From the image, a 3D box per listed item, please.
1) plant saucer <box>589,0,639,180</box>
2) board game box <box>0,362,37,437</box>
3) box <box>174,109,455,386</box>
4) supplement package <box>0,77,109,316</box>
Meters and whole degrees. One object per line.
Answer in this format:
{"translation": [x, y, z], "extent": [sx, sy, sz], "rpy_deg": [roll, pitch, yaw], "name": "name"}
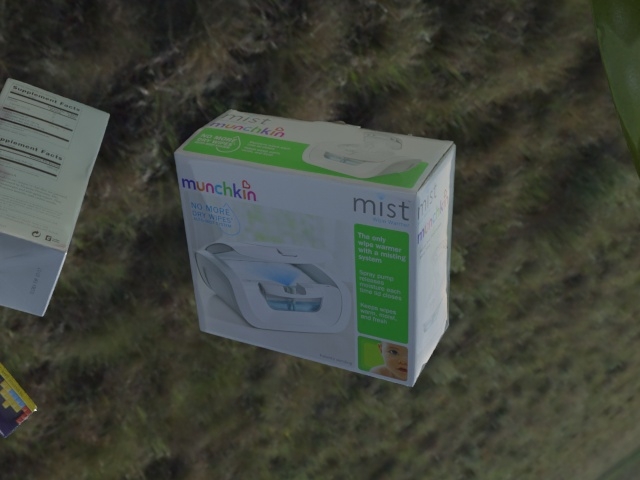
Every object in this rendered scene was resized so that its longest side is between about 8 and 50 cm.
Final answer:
{"translation": [0.165, -0.053, 0.346], "extent": [0.037, 0.241, 0.241], "rpy_deg": [-19, 156, 8], "name": "plant saucer"}
{"translation": [-0.385, 0.120, 0.886], "extent": [0.141, 0.170, 0.048], "rpy_deg": [-2, -144, 52], "name": "board game box"}
{"translation": [0.000, 0.000, 0.911], "extent": [0.127, 0.262, 0.231], "rpy_deg": [-50, 145, -49], "name": "box"}
{"translation": [-0.361, -0.056, 1.048], "extent": [0.134, 0.244, 0.139], "rpy_deg": [19, 135, -17], "name": "supplement package"}
